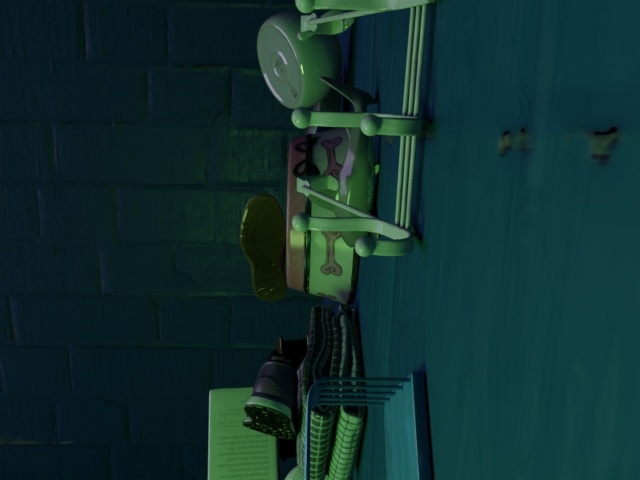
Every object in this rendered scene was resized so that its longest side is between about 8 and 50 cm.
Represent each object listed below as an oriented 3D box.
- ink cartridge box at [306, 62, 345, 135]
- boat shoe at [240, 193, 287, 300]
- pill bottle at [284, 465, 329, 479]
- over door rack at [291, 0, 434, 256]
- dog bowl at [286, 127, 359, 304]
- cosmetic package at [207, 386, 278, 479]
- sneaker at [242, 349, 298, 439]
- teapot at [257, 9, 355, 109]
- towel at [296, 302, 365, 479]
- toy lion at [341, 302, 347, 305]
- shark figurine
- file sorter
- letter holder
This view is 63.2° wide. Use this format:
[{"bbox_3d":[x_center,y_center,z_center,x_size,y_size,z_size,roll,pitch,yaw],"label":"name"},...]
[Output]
[{"bbox_3d":[-0.009,-0.309,1.535,0.324,0.071,0.330,111,169,-46],"label":"ink cartridge box"},{"bbox_3d":[-0.128,0.009,1.200,0.089,0.104,0.286,-96,7,-55],"label":"boat shoe"},{"bbox_3d":[-0.014,0.581,1.153,0.272,0.152,0.153,92,178,-51],"label":"pill bottle"},{"bbox_3d":[0.012,-0.138,0.579,0.324,0.108,0.240,-131,41,-68],"label":"over door rack"},{"bbox_3d":[0.000,-0.059,1.194,0.408,0.150,0.409,-178,90,-89],"label":"dog bowl"},{"bbox_3d":[-0.176,0.591,1.227,0.230,0.161,0.454,101,167,-68],"label":"cosmetic package"},{"bbox_3d":[-0.080,0.299,1.003,0.283,0.107,0.124,107,180,-60],"label":"sneaker"},{"bbox_3d":[-0.028,-0.469,1.318,0.256,0.187,0.253,39,148,43],"label":"teapot"},{"bbox_3d":[0.012,0.289,1.010,0.284,0.121,0.235,-91,3,-54],"label":"towel"},{"bbox_3d":[0.054,0.185,1.249,0.100,0.034,0.096,95,-176,-62],"label":"toy lion"},{"bbox_3d":[0.033,-0.105,0.795,0.166,0.116,0.279,-99,8,-73],"label":"shark figurine"},{"bbox_3d":[0.037,0.203,0.503,0.170,0.104,0.118,96,175,-65],"label":"file sorter"},{"bbox_3d":[-0.026,0.389,1.309,0.214,0.151,0.302,114,154,-70],"label":"letter holder"}]
